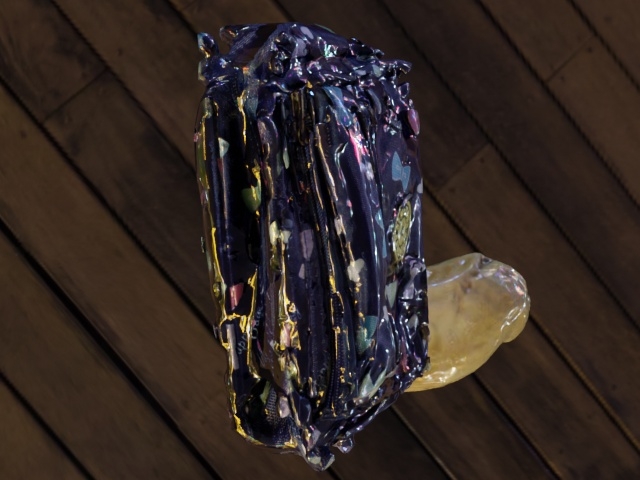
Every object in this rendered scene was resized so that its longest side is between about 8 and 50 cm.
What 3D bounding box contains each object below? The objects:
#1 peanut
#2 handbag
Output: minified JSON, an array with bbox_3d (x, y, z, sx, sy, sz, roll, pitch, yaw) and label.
[{"bbox_3d":[0.089,0.107,1.326,0.340,0.158,0.174,5,64,6],"label":"peanut"},{"bbox_3d":[0.000,0.000,0.627,0.162,0.113,0.260,-20,107,-58],"label":"handbag"}]
